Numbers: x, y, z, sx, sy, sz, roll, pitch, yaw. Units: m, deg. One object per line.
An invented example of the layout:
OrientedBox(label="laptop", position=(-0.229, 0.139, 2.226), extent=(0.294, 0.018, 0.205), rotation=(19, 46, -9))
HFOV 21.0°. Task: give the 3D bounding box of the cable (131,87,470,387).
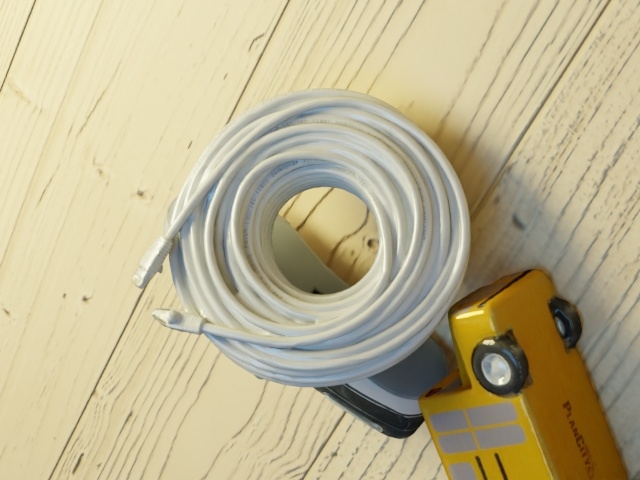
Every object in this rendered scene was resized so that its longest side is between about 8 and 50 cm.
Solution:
OrientedBox(label="cable", position=(0.000, 0.000, 1.482), extent=(0.257, 0.089, 0.257), rotation=(26, 84, 11))

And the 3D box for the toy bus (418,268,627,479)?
OrientedBox(label="toy bus", position=(0.188, 0.200, 1.494), extent=(0.130, 0.108, 0.332), rotation=(-16, 99, 41))

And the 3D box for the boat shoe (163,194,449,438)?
OrientedBox(label="boat shoe", position=(-0.023, 0.071, 1.599), extent=(0.306, 0.113, 0.105), rotation=(32, 139, 6))
